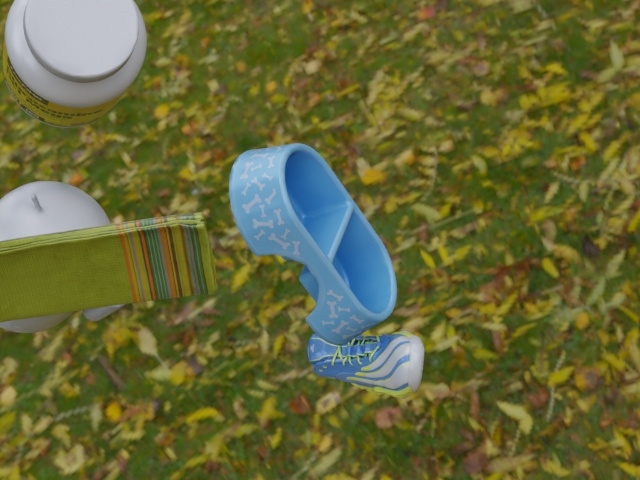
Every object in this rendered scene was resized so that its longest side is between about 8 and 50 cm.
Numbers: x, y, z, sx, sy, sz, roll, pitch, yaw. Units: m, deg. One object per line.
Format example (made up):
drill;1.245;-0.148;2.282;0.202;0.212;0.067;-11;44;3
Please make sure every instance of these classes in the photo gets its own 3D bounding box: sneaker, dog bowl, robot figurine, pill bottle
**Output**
sneaker;0.053;0.168;1.447;0.126;0.240;0.091;7;79;-15
dog bowl;0.000;0.000;1.362;0.074;0.297;0.166;-21;28;32
robot figurine;-0.446;0.029;1.668;0.353;0.300;0.199;-35;28;57
pill bottle;-0.346;-0.269;1.472;0.188;0.188;0.334;-41;10;-14

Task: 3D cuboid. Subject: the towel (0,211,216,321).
towel;-0.225;0.032;1.049;0.237;0.102;0.021;-8;39;-3
